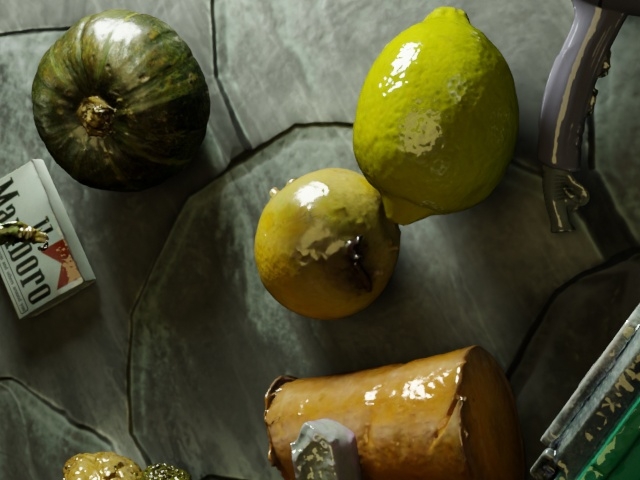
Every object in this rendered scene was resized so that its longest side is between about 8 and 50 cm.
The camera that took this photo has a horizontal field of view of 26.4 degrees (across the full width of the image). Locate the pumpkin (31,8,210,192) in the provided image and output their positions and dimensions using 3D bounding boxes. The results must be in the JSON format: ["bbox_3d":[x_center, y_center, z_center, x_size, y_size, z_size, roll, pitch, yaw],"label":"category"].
[{"bbox_3d":[-0.236,-0.165,1.628,0.224,0.157,0.223,5,108,17],"label":"pumpkin"}]

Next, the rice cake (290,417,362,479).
[{"bbox_3d":[0.037,0.360,1.402,0.056,0.073,0.365,-12,91,24],"label":"rice cake"}]

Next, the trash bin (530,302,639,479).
[{"bbox_3d":[0.434,0.211,1.305,0.381,0.259,0.295,36,108,12],"label":"trash bin"}]

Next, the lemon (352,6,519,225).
[{"bbox_3d":[0.127,-0.134,1.461,0.184,0.184,0.248,11,84,22],"label":"lemon"}]

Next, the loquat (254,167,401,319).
[{"bbox_3d":[0.000,0.000,1.537,0.204,0.149,0.172,27,104,47],"label":"loquat"}]

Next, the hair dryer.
[{"bbox_3d":[0.323,-0.168,1.441,0.301,0.121,0.361,22,108,12],"label":"hair dryer"}]

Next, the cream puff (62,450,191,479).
[{"bbox_3d":[-0.217,0.340,1.637,0.169,0.183,0.183,-6,88,-5],"label":"cream puff"}]

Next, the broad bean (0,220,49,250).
[{"bbox_3d":[-0.452,0.086,1.729,0.144,0.049,0.292,23,113,-5],"label":"broad bean"}]

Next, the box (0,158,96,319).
[{"bbox_3d":[-0.372,-0.002,1.750,0.115,0.036,0.177,-29,79,20],"label":"box"}]

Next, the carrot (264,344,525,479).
[{"bbox_3d":[0.077,0.221,1.486,0.254,0.196,0.196,-10,87,26],"label":"carrot"}]
